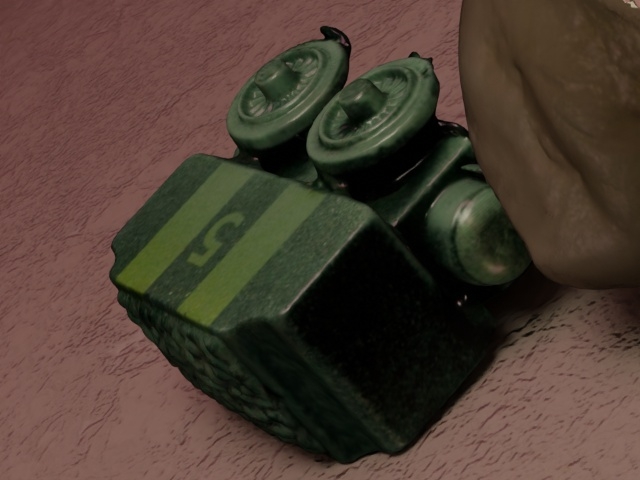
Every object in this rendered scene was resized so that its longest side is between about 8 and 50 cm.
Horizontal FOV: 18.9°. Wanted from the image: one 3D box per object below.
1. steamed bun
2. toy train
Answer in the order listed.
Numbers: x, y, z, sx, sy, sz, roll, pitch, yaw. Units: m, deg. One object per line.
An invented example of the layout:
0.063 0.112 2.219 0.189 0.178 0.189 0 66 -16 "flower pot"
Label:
0.237 -0.156 1.023 0.367 0.255 0.342 -16 33 14 "steamed bun"
0.000 0.000 1.209 0.238 0.167 0.299 -48 27 -13 "toy train"
